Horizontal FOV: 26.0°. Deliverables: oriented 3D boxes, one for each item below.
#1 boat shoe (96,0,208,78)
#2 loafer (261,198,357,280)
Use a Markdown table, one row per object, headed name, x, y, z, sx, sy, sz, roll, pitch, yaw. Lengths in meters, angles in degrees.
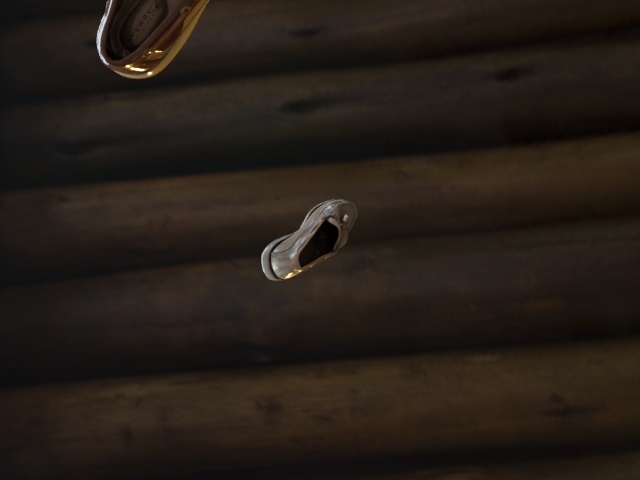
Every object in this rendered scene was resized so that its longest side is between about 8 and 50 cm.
| name | x | y | z | sx | sy | sz | roll | pitch | yaw |
| --- | --- | --- | --- | --- | --- | --- | --- | --- | --- |
| boat shoe | -0.143 | -0.330 | 1.501 | 0.123 | 0.123 | 0.342 | 34 | -85 | 0 |
| loafer | 0.000 | 0.000 | 1.213 | 0.039 | 0.125 | 0.045 | -4 | -67 | 40 |
